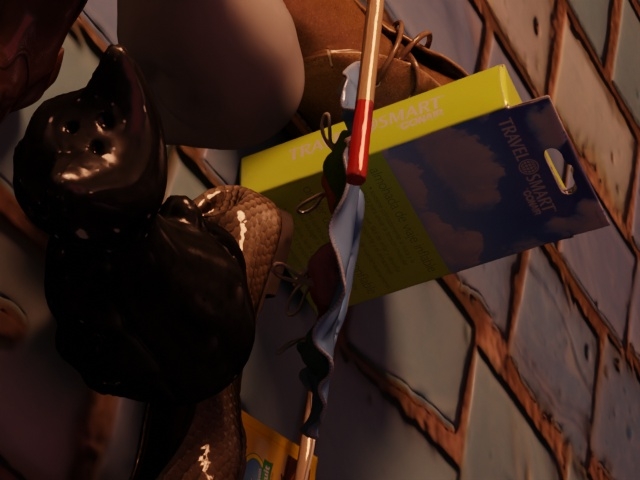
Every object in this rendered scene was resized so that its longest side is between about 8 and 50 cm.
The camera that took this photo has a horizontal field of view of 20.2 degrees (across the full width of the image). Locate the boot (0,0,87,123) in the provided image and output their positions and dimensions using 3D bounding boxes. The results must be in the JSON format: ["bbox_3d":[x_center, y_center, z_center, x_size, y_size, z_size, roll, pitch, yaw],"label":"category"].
[{"bbox_3d":[-0.140,-0.076,0.754,0.114,0.037,0.106,-54,162,-48],"label":"boot"}]

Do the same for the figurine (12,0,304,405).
[{"bbox_3d":[-0.068,-0.063,0.770,0.209,0.092,0.215,81,18,-66],"label":"figurine"}]

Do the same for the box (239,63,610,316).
[{"bbox_3d":[0.057,-0.027,0.989,0.042,0.178,0.109,-91,156,-45],"label":"box"}]

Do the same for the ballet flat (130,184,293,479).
[{"bbox_3d":[-0.066,0.072,0.865,0.058,0.084,0.250,30,52,-23],"label":"ballet flat"}]

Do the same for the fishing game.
[{"bbox_3d":[0.000,0.000,0.866,0.264,0.041,0.189,98,0,-50],"label":"fishing game"}]

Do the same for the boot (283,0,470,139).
[{"bbox_3d":[0.022,-0.108,1.015,0.305,0.115,0.112,58,39,-36],"label":"boot"}]

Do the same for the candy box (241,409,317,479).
[{"bbox_3d":[-0.047,0.193,0.914,0.105,0.027,0.206,37,52,-49],"label":"candy box"}]
